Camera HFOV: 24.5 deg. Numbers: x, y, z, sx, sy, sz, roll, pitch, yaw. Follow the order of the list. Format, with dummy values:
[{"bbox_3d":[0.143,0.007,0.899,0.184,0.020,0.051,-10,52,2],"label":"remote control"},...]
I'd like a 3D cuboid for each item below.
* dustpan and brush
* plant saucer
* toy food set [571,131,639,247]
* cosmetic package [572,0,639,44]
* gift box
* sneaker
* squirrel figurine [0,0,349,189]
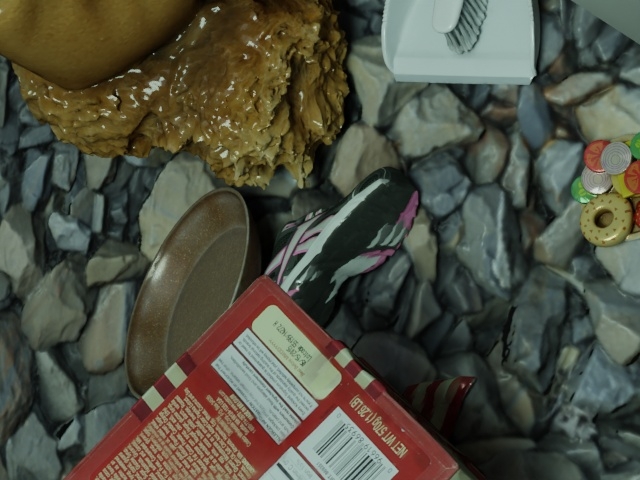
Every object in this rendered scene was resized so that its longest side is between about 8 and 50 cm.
[{"bbox_3d":[0.115,-0.237,1.190,0.147,0.060,0.211,6,84,38],"label":"dustpan and brush"},{"bbox_3d":[-0.105,0.051,1.278,0.198,0.036,0.199,-42,35,39],"label":"plant saucer"},{"bbox_3d":[0.225,-0.040,1.090,0.083,0.020,0.083,-23,67,32],"label":"toy food set"},{"bbox_3d":[0.236,-0.343,1.038,0.155,0.197,0.366,-13,74,35],"label":"cosmetic package"},{"bbox_3d":[0.020,0.202,1.055,0.276,0.258,0.255,-41,54,0],"label":"gift box"},{"bbox_3d":[0.000,0.000,1.226,0.178,0.072,0.077,-46,47,14],"label":"sneaker"},{"bbox_3d":[-0.092,-0.243,1.222,0.370,0.397,0.281,-13,34,2],"label":"squirrel figurine"}]
